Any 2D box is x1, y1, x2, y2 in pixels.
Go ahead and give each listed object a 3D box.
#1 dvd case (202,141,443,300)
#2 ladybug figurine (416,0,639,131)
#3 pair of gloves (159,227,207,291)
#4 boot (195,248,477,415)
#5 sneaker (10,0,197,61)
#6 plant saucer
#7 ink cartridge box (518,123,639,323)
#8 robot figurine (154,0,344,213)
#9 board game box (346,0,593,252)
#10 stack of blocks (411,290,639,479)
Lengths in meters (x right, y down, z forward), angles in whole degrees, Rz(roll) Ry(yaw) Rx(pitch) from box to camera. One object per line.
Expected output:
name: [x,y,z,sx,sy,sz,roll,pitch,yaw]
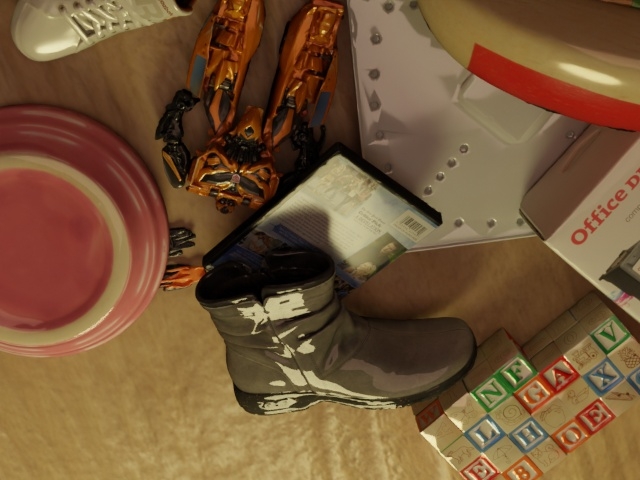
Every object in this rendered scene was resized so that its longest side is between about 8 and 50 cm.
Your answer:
dvd case: [0.000,0.000,1.295,0.180,0.022,0.253,33,124,-30]
ladybug figurine: [0.305,-0.233,1.111,0.449,0.305,0.162,19,137,9]
pair of gloves: [-0.191,0.025,1.358,0.074,0.010,0.083,-14,108,2]
boot: [0.027,0.106,1.311,0.338,0.118,0.223,-12,130,0]
sneaker: [-0.222,-0.280,1.172,0.290,0.123,0.106,-32,139,7]
plant saucer: [-0.355,0.002,1.291,0.331,0.084,0.332,-1,108,-2]
ink cartridge box: [0.434,-0.011,1.282,0.306,0.131,0.226,36,103,-17]
robot figurine: [-0.082,-0.163,1.259,0.211,0.085,0.291,14,108,-9]
board game box: [0.236,-0.193,1.294,0.389,0.050,0.390,-7,111,-2]
stack of blocks: [0.292,0.205,1.423,0.297,0.087,0.171,-40,108,10]
